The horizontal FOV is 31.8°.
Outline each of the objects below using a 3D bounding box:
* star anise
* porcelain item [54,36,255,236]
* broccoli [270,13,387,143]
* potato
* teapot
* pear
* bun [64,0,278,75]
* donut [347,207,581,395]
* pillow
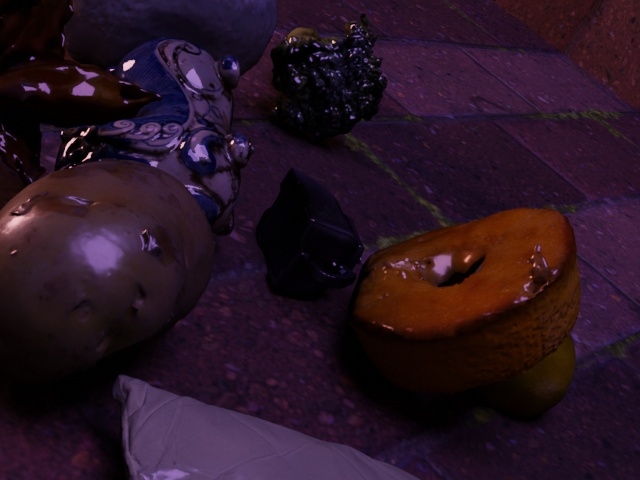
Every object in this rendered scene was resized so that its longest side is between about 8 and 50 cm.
[{"bbox_3d":[-0.309,-0.169,1.039,0.346,0.237,0.148,19,5,31],"label":"star anise"},{"bbox_3d":[-0.174,-0.104,1.158,0.186,0.138,0.288,6,37,-13],"label":"porcelain item"},{"bbox_3d":[-0.007,-0.247,1.598,0.165,0.145,0.304,-14,25,-4],"label":"broccoli"},{"bbox_3d":[-0.179,0.020,0.893,0.165,0.165,0.262,31,19,-2],"label":"potato"},{"bbox_3d":[0.000,0.000,1.185,0.096,0.087,0.177,22,23,-24],"label":"teapot"},{"bbox_3d":[0.211,0.114,1.205,0.141,0.104,0.141,29,24,-14],"label":"pear"},{"bbox_3d":[-0.224,-0.311,1.371,0.354,0.194,0.354,24,27,-13],"label":"bun"},{"bbox_3d":[0.144,0.049,1.114,0.253,0.254,0.118,-83,153,-62],"label":"donut"},{"bbox_3d":[-0.014,0.225,0.777,0.274,0.076,0.280,22,22,-24],"label":"pillow"}]
